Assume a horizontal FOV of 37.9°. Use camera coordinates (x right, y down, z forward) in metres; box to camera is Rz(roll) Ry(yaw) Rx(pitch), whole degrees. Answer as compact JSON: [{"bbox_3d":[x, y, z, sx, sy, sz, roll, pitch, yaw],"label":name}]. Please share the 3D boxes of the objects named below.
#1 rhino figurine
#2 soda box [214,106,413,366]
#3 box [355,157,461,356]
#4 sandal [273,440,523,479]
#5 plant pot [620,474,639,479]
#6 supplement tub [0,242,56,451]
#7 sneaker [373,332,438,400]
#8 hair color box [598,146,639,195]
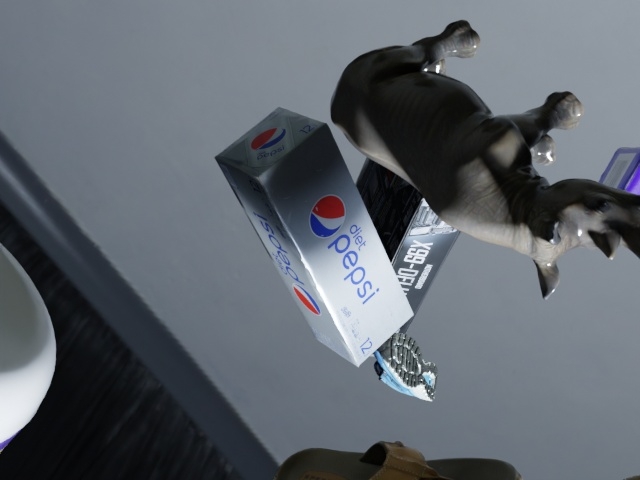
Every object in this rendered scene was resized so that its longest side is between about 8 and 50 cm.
[{"bbox_3d":[0.100,-0.048,0.553,0.243,0.106,0.073,44,152,35],"label":"rhino figurine"},{"bbox_3d":[0.000,0.000,1.027,0.091,0.098,0.286,27,151,49],"label":"soda box"},{"bbox_3d":[0.104,-0.021,1.345,0.076,0.242,0.307,9,131,-15],"label":"box"},{"bbox_3d":[0.036,0.151,0.582,0.180,0.072,0.049,-2,127,38],"label":"sandal"},{"bbox_3d":[0.267,0.306,0.749,0.236,0.032,0.236,-3,98,-19],"label":"plant pot"},{"bbox_3d":[-0.345,0.124,0.549,0.241,0.241,0.331,40,101,-11],"label":"supplement tub"},{"bbox_3d":[0.098,0.171,1.231,0.073,0.063,0.162,-1,150,27],"label":"sneaker"},{"bbox_3d":[0.575,-0.018,1.337,0.338,0.185,0.110,28,97,2],"label":"hair color box"}]
